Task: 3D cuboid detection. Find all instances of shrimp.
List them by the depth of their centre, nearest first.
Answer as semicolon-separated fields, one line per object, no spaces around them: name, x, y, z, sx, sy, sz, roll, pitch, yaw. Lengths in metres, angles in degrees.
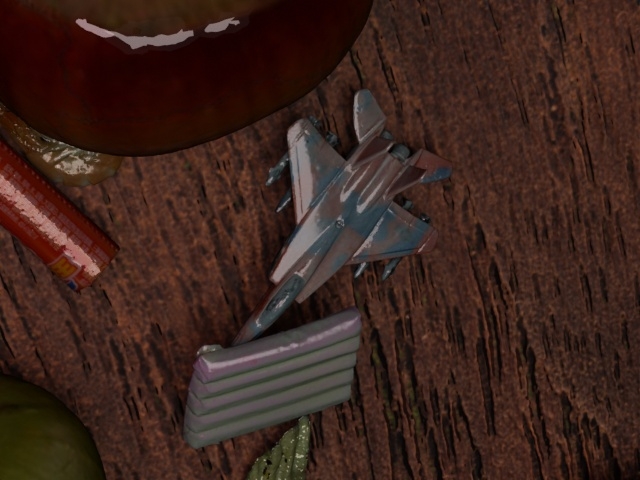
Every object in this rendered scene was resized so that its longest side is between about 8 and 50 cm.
shrimp;-0.292;-0.119;1.567;0.184;0.043;0.091;32;97;-22

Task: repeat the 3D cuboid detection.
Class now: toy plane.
toy plane;-0.002;-0.002;1.651;0.223;0.104;0.326;39;95;-20

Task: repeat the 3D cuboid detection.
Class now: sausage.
sausage;-0.331;-0.058;1.554;0.074;0.074;0.274;-45;111;-2

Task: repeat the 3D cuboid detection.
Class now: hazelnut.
hazelnut;-0.148;-0.259;1.434;0.409;0.359;0.359;-19;108;-16

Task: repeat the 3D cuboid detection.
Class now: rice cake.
rice cake;-0.054;0.155;1.662;0.198;0.037;0.189;-12;144;-18

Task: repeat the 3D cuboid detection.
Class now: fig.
fig;-0.361;0.303;1.539;0.316;0.316;0.316;-4;105;-15

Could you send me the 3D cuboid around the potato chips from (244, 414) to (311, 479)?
potato chips;-0.055;0.305;1.748;0.092;0.028;0.207;-1;108;-18
